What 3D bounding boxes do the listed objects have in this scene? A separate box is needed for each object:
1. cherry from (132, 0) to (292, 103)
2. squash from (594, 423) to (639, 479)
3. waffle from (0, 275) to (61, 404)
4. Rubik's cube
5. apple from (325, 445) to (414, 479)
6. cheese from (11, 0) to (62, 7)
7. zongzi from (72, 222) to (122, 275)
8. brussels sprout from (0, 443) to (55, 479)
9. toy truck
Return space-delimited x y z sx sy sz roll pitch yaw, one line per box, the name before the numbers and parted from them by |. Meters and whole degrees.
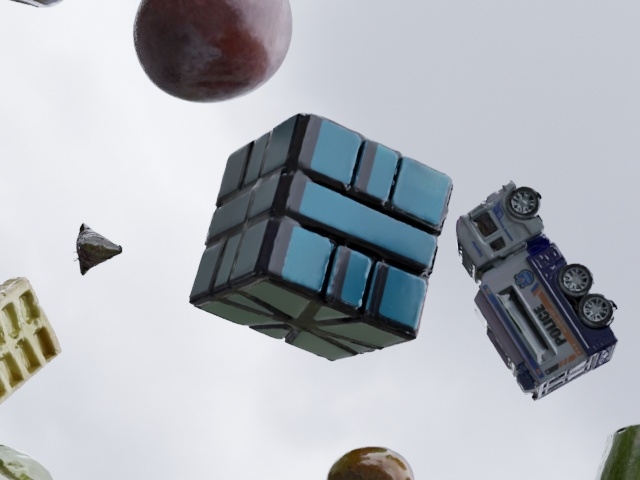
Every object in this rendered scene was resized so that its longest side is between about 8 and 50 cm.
cherry | -0.172 -0.339 2.350 0.307 0.261 0.221 78 -7 -72
squash | 0.458 0.460 1.928 0.263 0.384 0.263 15 -24 7
waffle | -0.558 0.179 2.577 0.057 0.274 0.168 -14 -76 26
Rubik's cube | 0.000 0.000 2.263 0.288 0.283 0.293 25 -24 -23
apple | 0.062 0.306 1.861 0.099 0.114 0.102 55 16 -3
cheese | -0.333 -0.267 1.404 0.245 0.052 0.135 15 -1 -4
zongzi | -0.331 0.021 2.120 0.083 0.067 0.073 34 -64 59
brussels sprout | -0.505 0.442 2.225 0.294 0.227 0.259 -33 -113 51
toy truck | 0.276 0.065 1.990 0.268 0.155 0.124 59 -5 19
